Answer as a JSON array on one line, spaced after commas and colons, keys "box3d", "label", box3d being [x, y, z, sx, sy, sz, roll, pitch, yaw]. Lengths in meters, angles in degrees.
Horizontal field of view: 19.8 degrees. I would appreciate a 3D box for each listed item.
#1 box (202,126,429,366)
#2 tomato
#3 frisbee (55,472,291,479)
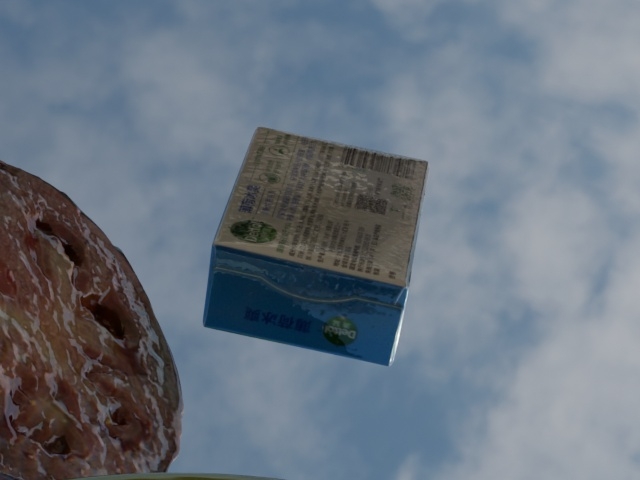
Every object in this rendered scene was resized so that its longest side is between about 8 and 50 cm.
[{"box3d": [0.000, 0.000, 1.339, 0.139, 0.073, 0.194, 12, -150, 2], "label": "box"}, {"box3d": [-0.173, 0.059, 0.951, 0.225, 0.085, 0.225, 37, -152, -24], "label": "tomato"}, {"box3d": [-0.047, 0.130, 0.637, 0.236, 0.236, 0.017, 3, -120, -7], "label": "frisbee"}]
